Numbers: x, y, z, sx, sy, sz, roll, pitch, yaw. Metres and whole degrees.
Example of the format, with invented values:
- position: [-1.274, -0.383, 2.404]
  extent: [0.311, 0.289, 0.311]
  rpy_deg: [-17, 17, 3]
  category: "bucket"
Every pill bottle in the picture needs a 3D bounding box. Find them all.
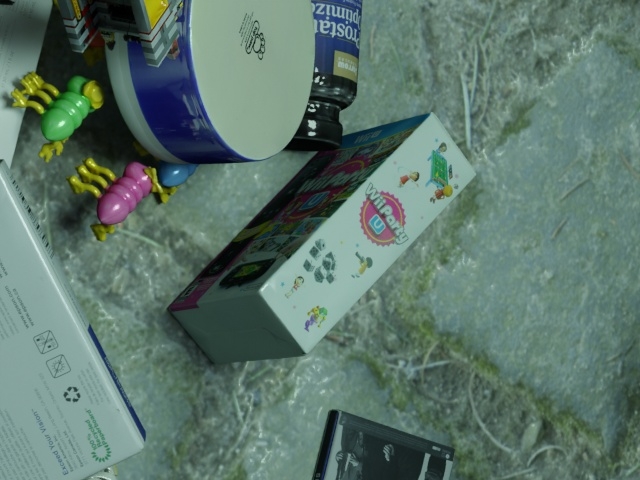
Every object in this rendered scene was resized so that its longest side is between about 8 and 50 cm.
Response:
- position: [-0.015, -0.218, 1.995]
  extent: [0.122, 0.123, 0.219]
  rpy_deg: [7, 83, -32]
  category: "pill bottle"

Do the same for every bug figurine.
- position: [-0.208, -0.130, 1.836]
  extent: [0.216, 0.072, 0.279]
  rpy_deg: [-56, 134, -36]
  category: "bug figurine"

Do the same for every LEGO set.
- position: [-0.233, -0.300, 1.685]
  extent: [0.192, 0.331, 0.255]
  rpy_deg: [79, 22, -47]
  category: "LEGO set"

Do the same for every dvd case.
- position: [0.061, 0.340, 2.057]
  extent: [0.179, 0.029, 0.239]
  rpy_deg: [22, 76, -29]
  category: "dvd case"

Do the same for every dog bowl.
- position: [-0.111, -0.212, 1.824]
  extent: [0.265, 0.104, 0.265]
  rpy_deg: [-5, 96, -61]
  category: "dog bowl"

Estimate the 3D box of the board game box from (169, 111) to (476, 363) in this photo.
- position: [0.000, 0.000, 1.930]
  extent: [0.303, 0.224, 0.097]
  rpy_deg: [-46, 108, -27]
  category: "board game box"

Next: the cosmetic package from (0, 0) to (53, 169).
- position: [-0.422, -0.258, 1.756]
  extent: [0.284, 0.097, 0.377]
  rpy_deg: [21, 75, -32]
  category: "cosmetic package"

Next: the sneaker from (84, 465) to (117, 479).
- position: [-0.249, 0.244, 1.831]
  extent: [0.087, 0.092, 0.229]
  rpy_deg: [-4, 87, -31]
  category: "sneaker"

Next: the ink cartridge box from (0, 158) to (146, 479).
- position: [-0.391, 0.133, 1.728]
  extent: [0.330, 0.071, 0.324]
  rpy_deg: [-25, 101, 1]
  category: "ink cartridge box"
